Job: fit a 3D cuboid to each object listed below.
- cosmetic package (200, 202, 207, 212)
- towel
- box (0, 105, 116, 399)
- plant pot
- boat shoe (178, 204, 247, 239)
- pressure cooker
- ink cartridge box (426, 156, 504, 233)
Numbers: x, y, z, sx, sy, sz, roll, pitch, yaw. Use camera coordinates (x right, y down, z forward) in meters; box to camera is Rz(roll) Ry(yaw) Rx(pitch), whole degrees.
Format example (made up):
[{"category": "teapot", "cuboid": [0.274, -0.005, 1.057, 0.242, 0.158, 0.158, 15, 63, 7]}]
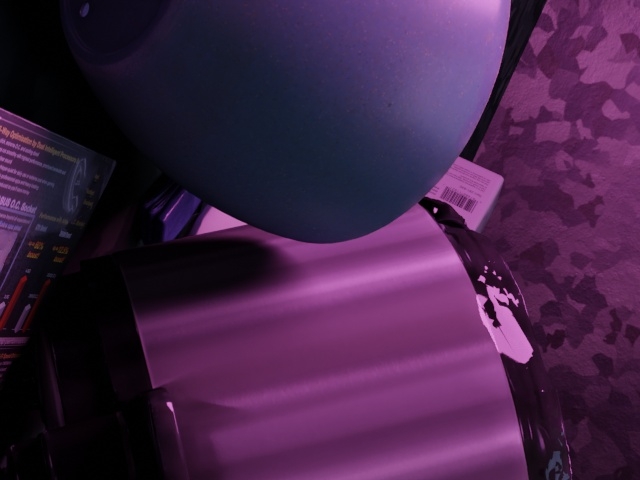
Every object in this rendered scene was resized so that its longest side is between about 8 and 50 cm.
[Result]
[{"category": "cosmetic package", "cuboid": [0.039, -0.123, 1.416, 0.453, 0.162, 0.230, -54, 165, -38]}, {"category": "towel", "cuboid": [-0.132, -0.044, 1.160, 0.119, 0.029, 0.067, -56, 169, -37]}, {"category": "box", "cuboid": [-0.248, 0.025, 0.687, 0.242, 0.077, 0.307, -64, 168, 0]}, {"category": "plant pot", "cuboid": [-0.051, -0.155, 0.790, 0.195, 0.290, 0.290, 12, 106, -44]}, {"category": "boat shoe", "cuboid": [-0.115, 0.003, 1.216, 0.066, 0.063, 0.184, 14, 116, -33]}, {"category": "pressure cooker", "cuboid": [-0.062, 0.171, 0.949, 0.375, 0.421, 0.369, -120, -157, -53]}, {"category": "ink cartridge box", "cuboid": [0.153, -0.021, 2.019, 0.278, 0.201, 0.117, -57, 166, -31]}]
